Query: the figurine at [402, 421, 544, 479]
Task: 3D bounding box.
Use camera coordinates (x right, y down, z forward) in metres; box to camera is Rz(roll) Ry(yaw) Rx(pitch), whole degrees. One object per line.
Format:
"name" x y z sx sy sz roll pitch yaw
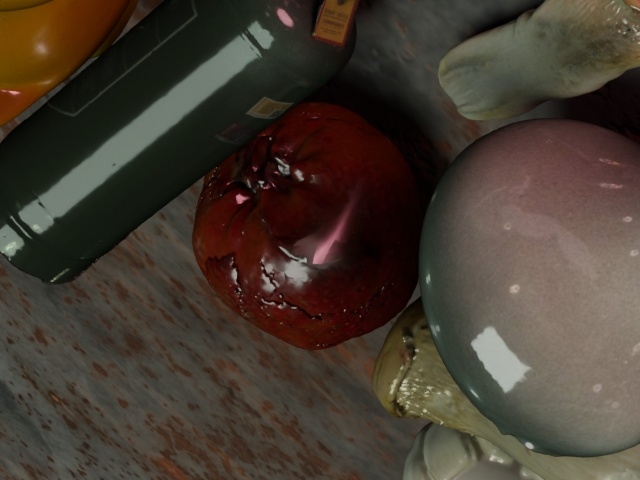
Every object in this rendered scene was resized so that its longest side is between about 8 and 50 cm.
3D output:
"figurine" 0.159 0.182 1.168 0.257 0.144 0.182 42 153 10

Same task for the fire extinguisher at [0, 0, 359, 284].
"fire extinguisher" -0.075 -0.092 1.024 0.311 0.114 0.095 -35 68 26

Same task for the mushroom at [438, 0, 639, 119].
"mushroom" 0.122 -0.100 0.919 0.059 0.054 0.202 51 155 -6

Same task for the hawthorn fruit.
"hawthorn fruit" 0.000 0.000 1.102 0.148 0.148 0.172 17 157 36

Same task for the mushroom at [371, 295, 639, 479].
"mushroom" 0.185 0.102 1.037 0.351 0.122 0.095 14 161 36

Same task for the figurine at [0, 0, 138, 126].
"figurine" -0.176 -0.173 1.005 0.215 0.215 0.228 33 143 15

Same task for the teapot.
"teapot" 0.178 0.002 0.881 0.251 0.183 0.183 -24 112 45
